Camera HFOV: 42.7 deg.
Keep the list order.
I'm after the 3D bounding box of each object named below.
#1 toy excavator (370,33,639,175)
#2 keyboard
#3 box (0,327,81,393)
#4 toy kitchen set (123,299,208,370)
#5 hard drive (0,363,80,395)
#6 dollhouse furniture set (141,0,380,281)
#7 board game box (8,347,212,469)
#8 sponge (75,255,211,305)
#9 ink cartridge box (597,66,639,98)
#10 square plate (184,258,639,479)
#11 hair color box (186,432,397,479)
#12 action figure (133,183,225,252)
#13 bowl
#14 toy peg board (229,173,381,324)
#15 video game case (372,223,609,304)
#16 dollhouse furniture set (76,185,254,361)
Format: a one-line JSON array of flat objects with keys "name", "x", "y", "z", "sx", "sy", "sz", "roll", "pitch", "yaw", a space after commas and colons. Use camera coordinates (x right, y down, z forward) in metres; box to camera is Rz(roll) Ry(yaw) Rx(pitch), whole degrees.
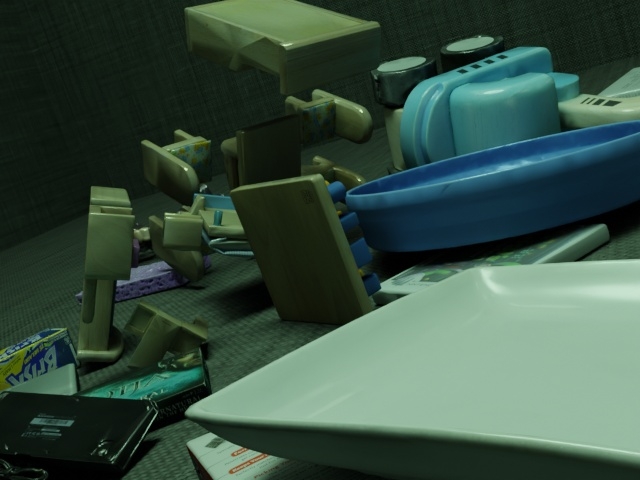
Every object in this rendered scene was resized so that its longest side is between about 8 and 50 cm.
[{"name": "toy excavator", "x": 0.360, "y": -0.189, "z": 1.256, "sx": 0.432, "sy": 0.222, "sz": 0.445, "roll": -23, "pitch": 26, "yaw": -24}, {"name": "keyboard", "x": -0.236, "y": 0.173, "z": 0.698, "sx": 0.180, "sy": 0.023, "sz": 0.108, "roll": -2, "pitch": 28, "yaw": 22}, {"name": "box", "x": -0.380, "y": 0.164, "z": 0.990, "sx": 0.059, "sy": 0.054, "sz": 0.169, "roll": -7, "pitch": 16, "yaw": 46}, {"name": "toy kitchen set", "x": -0.178, "y": 0.110, "z": 0.912, "sx": 0.068, "sy": 0.083, "sz": 0.075, "roll": -59, "pitch": 10, "yaw": 5}, {"name": "hard drive", "x": -0.312, "y": 0.177, "z": 0.900, "sx": 0.094, "sy": 0.022, "sz": 0.135, "roll": -21, "pitch": 11, "yaw": -15}, {"name": "dollhouse furniture set", "x": -0.059, "y": -0.152, "z": 1.269, "sx": 0.362, "sy": 0.394, "sz": 0.256, "roll": -23, "pitch": 36, "yaw": -34}, {"name": "board game box", "x": -0.196, "y": 0.160, "z": 0.783, "sx": 0.186, "sy": 0.026, "sz": 0.126, "roll": -20, "pitch": 12, "yaw": -8}, {"name": "sponge", "x": -0.300, "y": 0.067, "z": 1.401, "sx": 0.210, "sy": 0.031, "sz": 0.117, "roll": -14, "pitch": 12, "yaw": 22}, {"name": "ink cartridge box", "x": 0.686, "y": -0.285, "z": 1.446, "sx": 0.330, "sy": 0.072, "sz": 0.324, "roll": -6, "pitch": 15, "yaw": 36}, {"name": "square plate", "x": 0.165, "y": 0.067, "z": 0.456, "sx": 0.347, "sy": 0.049, "sz": 0.344, "roll": -2, "pitch": 9, "yaw": 37}, {"name": "hair color box", "x": -0.011, "y": 0.146, "z": 0.483, "sx": 0.093, "sy": 0.053, "sz": 0.167, "roll": -21, "pitch": 13, "yaw": -19}, {"name": "action figure", "x": -0.329, "y": -0.022, "z": 1.735, "sx": 0.285, "sy": 0.099, "sz": 0.185, "roll": -28, "pitch": 21, "yaw": -27}, {"name": "bowl", "x": 0.226, "y": -0.068, "z": 1.011, "sx": 0.391, "sy": 0.077, "sz": 0.391, "roll": -14, "pitch": 7, "yaw": 2}, {"name": "toy peg board", "x": 0.000, "y": 0.000, "z": 0.886, "sx": 0.079, "sy": 0.161, "sz": 0.160, "roll": -30, "pitch": 16, "yaw": -34}, {"name": "video game case", "x": 0.175, "y": 0.025, "z": 0.860, "sx": 0.190, "sy": 0.022, "sz": 0.173, "roll": -25, "pitch": 13, "yaw": -31}, {"name": "dollhouse furniture set", "x": -0.141, "y": 0.055, "z": 1.025, "sx": 0.303, "sy": 0.198, "sz": 0.286, "roll": 4, "pitch": 9, "yaw": -16}]
